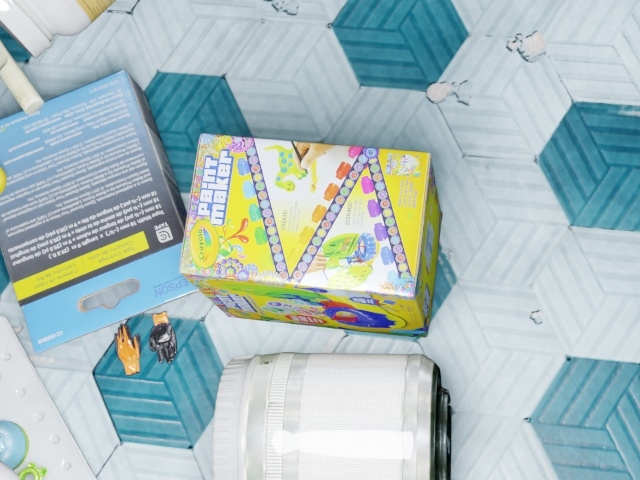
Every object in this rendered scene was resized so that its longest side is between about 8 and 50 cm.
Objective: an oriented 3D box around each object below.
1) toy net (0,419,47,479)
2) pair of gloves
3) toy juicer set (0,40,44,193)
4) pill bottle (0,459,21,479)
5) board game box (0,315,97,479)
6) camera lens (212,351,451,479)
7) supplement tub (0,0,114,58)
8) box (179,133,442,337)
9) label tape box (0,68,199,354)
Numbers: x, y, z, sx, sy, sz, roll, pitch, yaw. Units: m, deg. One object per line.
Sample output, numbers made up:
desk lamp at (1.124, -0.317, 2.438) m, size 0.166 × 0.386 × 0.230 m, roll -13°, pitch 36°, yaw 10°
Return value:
toy net at (-0.461, 0.340, 1.772) m, size 0.232 × 0.045 × 0.122 m, roll -41°, pitch 76°, yaw -2°
pair of gloves at (-0.236, 0.139, 1.860) m, size 0.083 × 0.010 × 0.074 m, roll -17°, pitch 73°, yaw 0°
toy juicer set at (-0.489, -0.150, 1.811) m, size 0.209 × 0.089 × 0.329 m, roll 32°, pitch 79°, yaw 11°
pill bottle at (-0.579, 0.266, 1.665) m, size 0.407 × 0.229 × 0.229 m, roll 33°, pitch 82°, yaw 15°
board game box at (-0.491, 0.359, 1.818) m, size 0.390 × 0.050 × 0.390 m, roll -32°, pitch 74°, yaw -2°
camera lens at (0.021, 0.248, 1.690) m, size 0.274 × 0.219 × 0.220 m, roll 0°, pitch 76°, yaw 8°
supplement tub at (-0.350, -0.429, 1.905) m, size 0.316 × 0.228 × 0.228 m, roll -45°, pitch 75°, yaw -5°
box at (0.000, 0.000, 1.719) m, size 0.279 × 0.290 × 0.177 m, roll 6°, pitch 78°, yaw 10°
label tape box at (-0.311, -0.031, 1.862) m, size 0.240 × 0.106 × 0.334 m, roll -21°, pitch 74°, yaw 2°
